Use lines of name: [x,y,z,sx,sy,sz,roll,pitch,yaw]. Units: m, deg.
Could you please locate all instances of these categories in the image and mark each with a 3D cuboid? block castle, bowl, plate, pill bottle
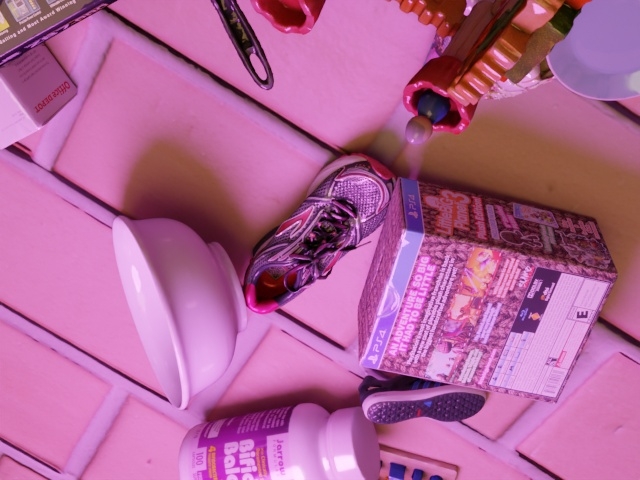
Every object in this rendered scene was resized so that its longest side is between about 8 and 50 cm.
block castle: [0.115,-0.294,0.973,0.303,0.213,0.453,33,157,-3]
bowl: [-0.195,0.088,1.461,0.134,0.298,0.298,-18,121,-19]
plate: [0.356,-0.245,1.161,0.188,0.024,0.188,-1,135,-1]
pill bottle: [-0.064,0.357,1.611,0.301,0.169,0.169,-15,115,20]

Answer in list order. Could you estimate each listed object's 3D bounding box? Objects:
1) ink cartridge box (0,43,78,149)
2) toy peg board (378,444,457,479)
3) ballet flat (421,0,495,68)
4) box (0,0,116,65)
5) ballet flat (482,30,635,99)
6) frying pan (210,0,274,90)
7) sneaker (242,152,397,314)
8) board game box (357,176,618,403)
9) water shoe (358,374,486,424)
ink cartridge box: [-0.440,-0.242,1.365,0.082,0.139,0.191,-23,112,23]
toy peg board: [0.131,0.441,1.670,0.161,0.079,0.161,14,122,4]
ballet flat: [0.180,-0.267,1.244,0.079,0.077,0.221,36,131,31]
box: [-0.347,-0.417,1.187,0.395,0.097,0.318,-26,100,7]
ballet flat: [0.286,-0.237,1.243,0.241,0.077,0.091,-25,114,24]
frying pan: [-0.166,-0.328,1.139,0.197,0.053,0.326,-5,100,0]
sneaker: [0.000,0.000,1.424,0.121,0.112,0.299,37,120,-10]
board game box: [0.218,0.071,1.371,0.291,0.141,0.232,12,122,-6]
water shoe: [0.160,0.234,1.551,0.203,0.080,0.073,1,127,-17]
